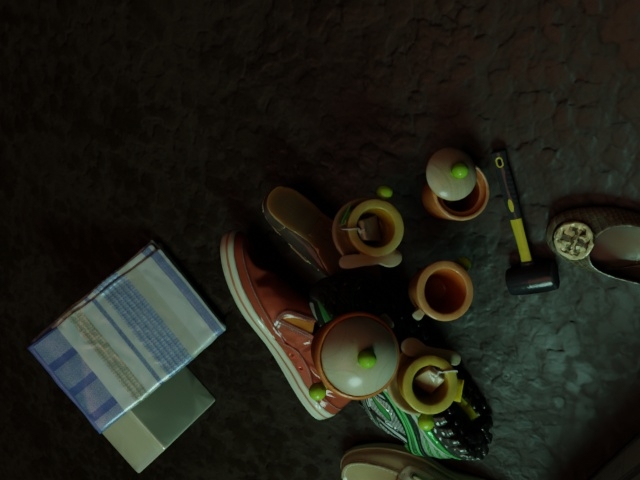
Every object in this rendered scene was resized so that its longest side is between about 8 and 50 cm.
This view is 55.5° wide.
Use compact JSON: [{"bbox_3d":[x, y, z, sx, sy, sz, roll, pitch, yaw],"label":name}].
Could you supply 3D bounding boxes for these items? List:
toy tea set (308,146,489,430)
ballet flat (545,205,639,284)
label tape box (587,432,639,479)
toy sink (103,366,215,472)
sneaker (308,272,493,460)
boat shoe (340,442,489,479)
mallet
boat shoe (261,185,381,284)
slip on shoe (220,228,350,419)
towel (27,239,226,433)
[{"bbox_3d":[0.104,0.047,0.701,0.200,0.124,0.335,12,83,-11],"label":"toy tea set"},{"bbox_3d":[0.380,0.025,0.684,0.250,0.058,0.084,21,119,20],"label":"ballet flat"},{"bbox_3d":[0.346,0.412,0.705,0.106,0.334,0.240,33,123,13],"label":"label tape box"},{"bbox_3d":[-0.349,0.287,1.151,0.234,0.153,0.131,46,126,3],"label":"toy sink"},{"bbox_3d":[0.090,0.194,0.854,0.146,0.134,0.343,-26,108,39],"label":"sneaker"},{"bbox_3d":[0.160,0.408,0.951,0.303,0.098,0.109,12,116,25],"label":"boat shoe"},{"bbox_3d":[0.253,-0.022,0.753,0.062,0.039,0.189,-4,105,32],"label":"mallet"},{"bbox_3d":[0.000,0.000,0.885,0.207,0.073,0.073,45,162,-5],"label":"boat shoe"},{"bbox_3d":[-0.043,0.119,0.941,0.101,0.123,0.331,-32,94,12],"label":"slip on shoe"},{"bbox_3d":[-0.332,0.164,1.055,0.285,0.034,0.209,-40,89,-7],"label":"towel"}]
